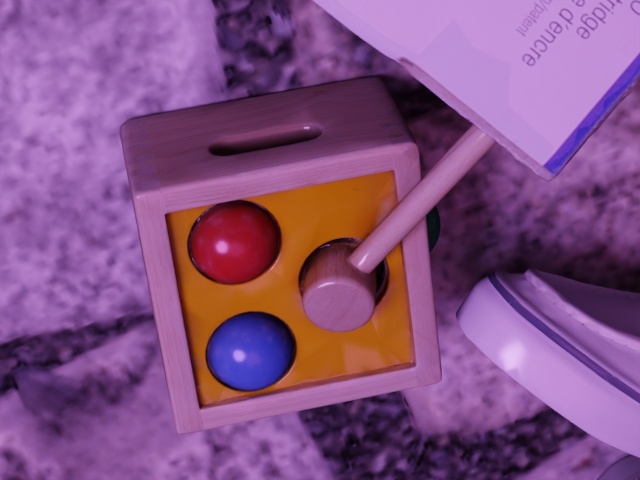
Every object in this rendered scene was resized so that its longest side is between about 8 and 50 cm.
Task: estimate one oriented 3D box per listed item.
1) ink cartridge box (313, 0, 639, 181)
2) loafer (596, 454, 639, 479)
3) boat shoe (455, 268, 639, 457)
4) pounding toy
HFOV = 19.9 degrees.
[{"bbox_3d":[0.051,-0.229,0.605,0.307,0.072,0.303,36,105,-13],"label":"ink cartridge box"},{"bbox_3d":[0.237,0.179,0.867,0.251,0.087,0.094,18,113,-18],"label":"loafer"},{"bbox_3d":[0.183,0.055,0.792,0.267,0.096,0.088,24,107,-22],"label":"boat shoe"},{"bbox_3d":[0.000,0.000,0.724,0.141,0.100,0.130,-11,118,-5],"label":"pounding toy"}]
